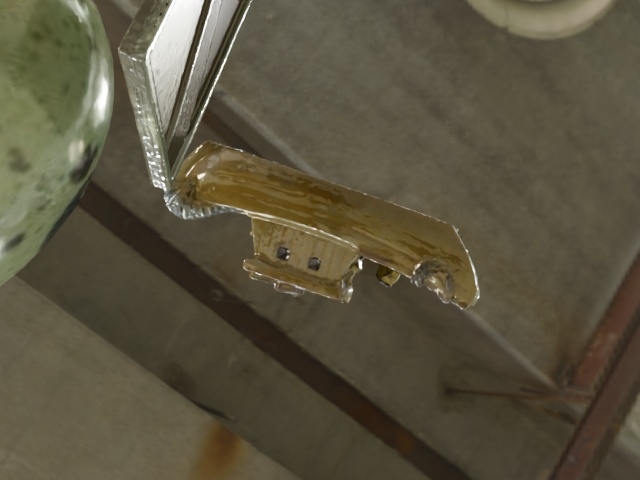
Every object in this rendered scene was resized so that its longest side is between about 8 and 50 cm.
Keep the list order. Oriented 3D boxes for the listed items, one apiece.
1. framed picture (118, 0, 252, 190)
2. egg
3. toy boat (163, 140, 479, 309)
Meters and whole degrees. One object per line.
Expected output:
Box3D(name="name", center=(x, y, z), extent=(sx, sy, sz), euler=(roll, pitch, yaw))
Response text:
Box3D(name="framed picture", center=(-0.070, -0.150, 0.633), extent=(0.015, 0.150, 0.203), euler=(17, -115, 6))
Box3D(name="egg", center=(-0.313, -0.075, 0.706), extent=(0.287, 0.379, 0.288), euler=(-16, -90, -72))
Box3D(name="toy boat", center=(0.000, 0.000, 0.989), extent=(0.321, 0.089, 0.121), euler=(21, -92, 13))
